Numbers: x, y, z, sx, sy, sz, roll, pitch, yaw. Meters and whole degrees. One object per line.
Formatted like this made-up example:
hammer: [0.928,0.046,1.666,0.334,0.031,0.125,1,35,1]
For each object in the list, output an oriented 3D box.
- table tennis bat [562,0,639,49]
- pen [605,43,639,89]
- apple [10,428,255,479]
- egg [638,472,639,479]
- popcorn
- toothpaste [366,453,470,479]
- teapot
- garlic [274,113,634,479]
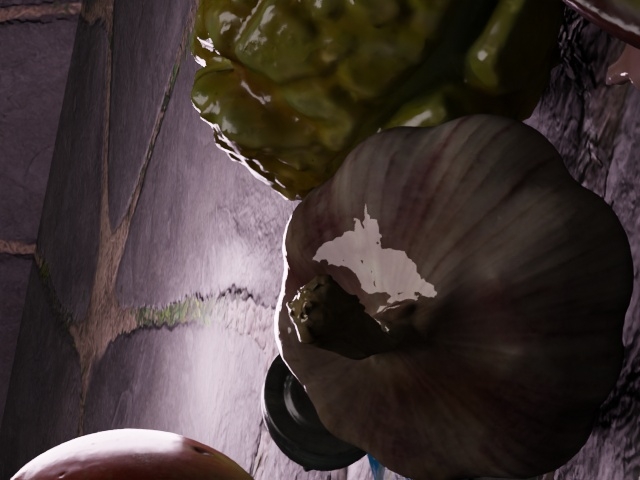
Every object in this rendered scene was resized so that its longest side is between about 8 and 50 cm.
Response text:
table tennis bat: [0.228,-0.171,0.751,0.268,0.051,0.415,-49,59,10]
pen: [0.223,-0.126,1.077,0.197,0.032,0.053,151,123,-65]
apple: [-0.183,0.355,1.744,0.348,0.276,0.349,-173,90,-72]
egg: [0.228,0.102,0.758,0.228,0.177,0.177,-70,18,-3]
popcorn: [0.045,-0.163,1.290,0.282,0.282,0.247,-108,28,-52]
toothpaste: [0.092,0.226,1.320,0.267,0.050,0.065,-107,32,-49]
teapot: [0.000,0.133,1.543,0.108,0.111,0.149,101,162,-62]
garlic: [0.060,0.042,1.116,0.245,0.253,0.245,2,95,29]
